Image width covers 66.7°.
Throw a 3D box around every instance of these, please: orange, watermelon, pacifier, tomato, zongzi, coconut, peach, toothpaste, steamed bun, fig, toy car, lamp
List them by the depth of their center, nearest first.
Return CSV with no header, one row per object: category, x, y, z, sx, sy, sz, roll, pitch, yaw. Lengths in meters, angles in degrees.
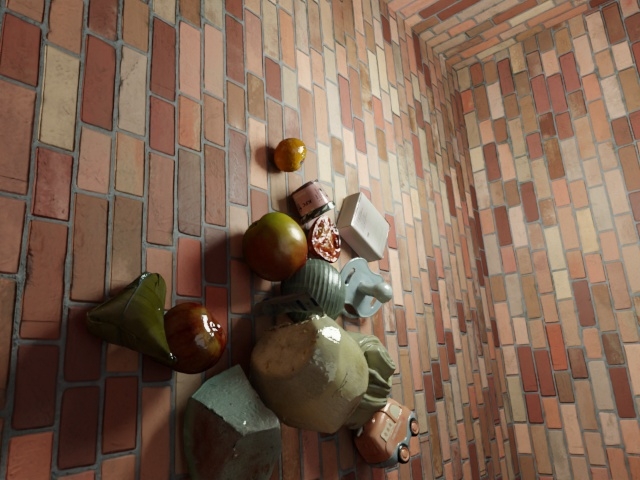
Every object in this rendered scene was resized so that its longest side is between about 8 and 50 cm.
zongzi,-0.408,0.183,1.207,0.228,0.255,0.115,-51,149,-51
fig,-0.357,0.267,1.294,0.205,0.205,0.206,22,61,-46
watermelon,-0.214,0.526,1.312,0.228,0.258,0.388,19,59,-50
coconut,-0.030,0.416,1.508,0.360,0.346,0.347,55,40,-36
toothpaste,-0.110,0.207,1.551,0.096,0.265,0.061,51,46,-29
peach,-0.150,0.023,1.619,0.230,0.230,0.231,22,61,-46
lamp,-0.029,0.181,1.697,0.233,0.233,0.266,36,55,-39
steamed bun,0.149,0.490,1.790,0.310,0.219,0.324,53,39,-8
orange,-0.119,-0.325,1.847,0.135,0.117,0.136,16,90,-82
toy car,0.240,0.730,1.890,0.213,0.180,0.270,53,42,-10
tomato,0.006,-0.002,1.920,0.166,0.082,0.174,34,57,-35
pacifier,0.192,0.210,1.972,0.287,0.225,0.239,45,65,-31

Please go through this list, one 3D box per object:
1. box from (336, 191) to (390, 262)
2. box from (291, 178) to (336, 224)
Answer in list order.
box,0.194,-0.056,2.157,0.252,0.106,0.203,46,47,-33
box,-0.033,-0.154,1.878,0.151,0.151,0.135,-30,94,-52
